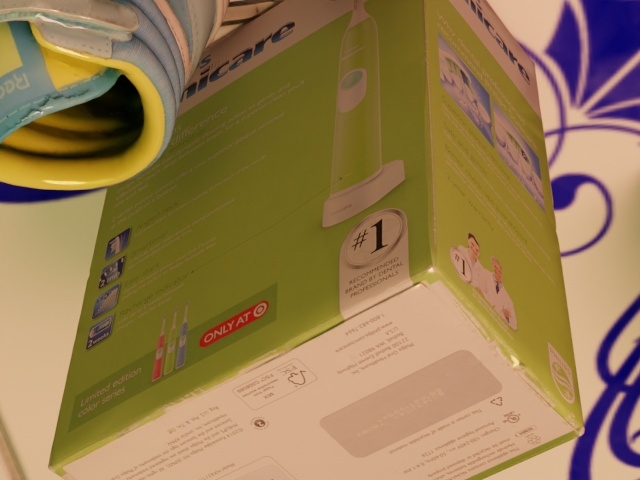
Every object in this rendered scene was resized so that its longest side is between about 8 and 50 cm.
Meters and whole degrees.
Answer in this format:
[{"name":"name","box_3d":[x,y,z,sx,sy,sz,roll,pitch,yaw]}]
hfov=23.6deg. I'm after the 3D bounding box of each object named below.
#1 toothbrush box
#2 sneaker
[{"name":"toothbrush box","box_3d":[0.000,0.000,0.751,0.206,0.283,0.122,-29,125,23]},{"name":"sneaker","box_3d":[-0.160,-0.153,0.676,0.127,0.208,0.319,-31,122,26]}]
